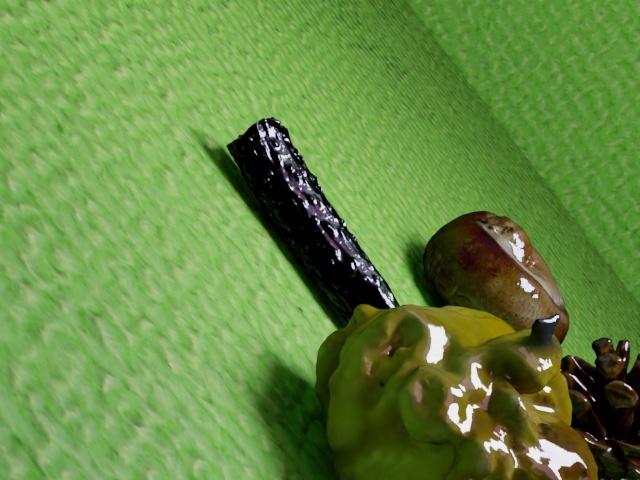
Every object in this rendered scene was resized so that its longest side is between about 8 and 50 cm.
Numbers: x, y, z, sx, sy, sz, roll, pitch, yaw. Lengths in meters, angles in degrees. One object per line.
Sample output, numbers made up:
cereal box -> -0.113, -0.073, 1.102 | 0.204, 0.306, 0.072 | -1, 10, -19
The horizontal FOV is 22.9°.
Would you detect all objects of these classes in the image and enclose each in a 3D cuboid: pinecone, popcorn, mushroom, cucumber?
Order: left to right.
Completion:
cucumber -> 0.000, 0.000, 1.802 | 0.072, 0.081, 0.303 | -33, 91, -31
popcorn -> 0.145, 0.178, 1.528 | 0.297, 0.281, 0.316 | -4, 44, -51
mushroom -> 0.252, 0.064, 2.225 | 0.253, 0.153, 0.253 | 45, 17, -18
pinecone -> 0.431, 0.246, 2.286 | 0.229, 0.201, 0.202 | 30, -25, 31
